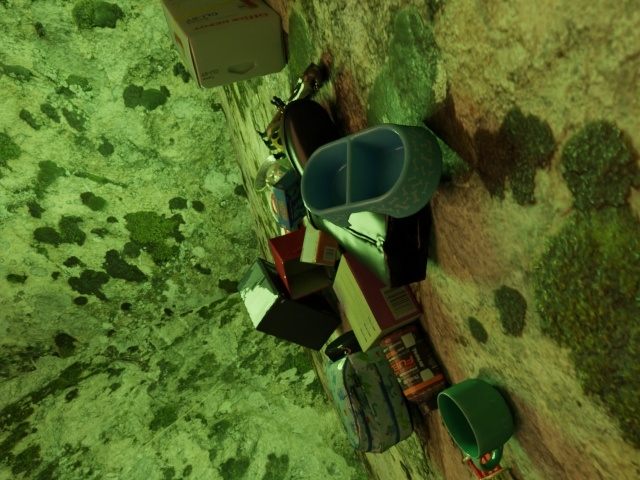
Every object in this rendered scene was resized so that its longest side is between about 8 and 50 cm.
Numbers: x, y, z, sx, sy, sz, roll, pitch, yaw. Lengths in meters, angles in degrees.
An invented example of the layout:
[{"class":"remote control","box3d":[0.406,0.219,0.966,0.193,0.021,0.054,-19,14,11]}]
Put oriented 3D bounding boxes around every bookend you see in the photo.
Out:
[{"class":"bookend","box3d":[0.072,0.125,1.495,0.157,0.072,0.156,-170,61,-75]}]

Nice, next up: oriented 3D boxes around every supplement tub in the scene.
[{"class":"supplement tub","box3d":[0.231,0.311,1.090,0.106,0.106,0.197,100,146,-64]}]

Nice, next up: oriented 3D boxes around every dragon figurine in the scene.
[{"class":"dragon figurine","box3d":[-0.118,-0.349,1.512,0.085,0.144,0.289,58,-178,33]}]

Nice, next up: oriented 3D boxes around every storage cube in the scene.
[{"class":"storage cube","box3d":[-0.076,0.085,1.767,0.193,0.184,0.214,-129,23,-54]}]

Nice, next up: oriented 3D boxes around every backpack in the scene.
[{"class":"backpack","box3d":[0.148,0.474,1.419,0.355,0.273,0.290,56,158,5]}]

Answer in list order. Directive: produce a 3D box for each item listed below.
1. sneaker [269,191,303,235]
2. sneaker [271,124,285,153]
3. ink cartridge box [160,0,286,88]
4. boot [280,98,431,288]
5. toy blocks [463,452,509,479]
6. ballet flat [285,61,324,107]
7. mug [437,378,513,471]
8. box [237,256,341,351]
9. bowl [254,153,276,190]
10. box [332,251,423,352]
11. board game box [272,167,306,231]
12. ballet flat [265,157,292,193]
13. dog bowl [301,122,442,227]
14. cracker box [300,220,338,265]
[{"class":"sneaker","box3d":[-0.126,-0.099,1.937,0.118,0.107,0.278,-9,105,57]},{"class":"sneaker","box3d":[-0.062,-0.292,1.306,0.123,0.110,0.295,55,-167,-16]},{"class":"ink cartridge box","box3d":[-0.304,-0.648,1.397,0.160,0.279,0.384,86,158,-46]},{"class":"boot","box3d":[0.063,-0.130,1.009,0.445,0.146,0.366,-137,26,-63]},{"class":"toy blocks","box3d":[0.355,0.484,0.968,0.123,0.054,0.148,89,157,-55]},{"class":"ballet flat","box3d":[-0.039,-0.394,1.203,0.058,0.084,0.250,35,167,-10]},{"class":"mug","box3d":[0.304,0.344,0.870,0.129,0.098,0.157,-131,24,-53]},{"class":"box","box3d":[-0.139,0.270,1.920,0.343,0.178,0.312,28,-168,-34]},{"class":"bowl","box3d":[-0.197,-0.268,1.885,0.170,0.080,0.170,-33,44,40]},{"class":"box","box3d":[0.139,0.153,1.189,0.243,0.117,0.213,101,146,-63]},{"class":"board game box","box3d":[-0.050,-0.151,1.300,0.047,0.210,0.160,24,145,23]},{"class":"ballet flat","box3d":[-0.119,-0.209,1.538,0.409,0.147,0.146,157,92,-80]},{"class":"dog bowl","box3d":[0.075,-0.119,0.826,0.297,0.074,0.165,-9,77,48]},{"class":"cracker box","box3d":[0.000,0.000,1.468,0.232,0.067,0.155,176,105,-75]}]
